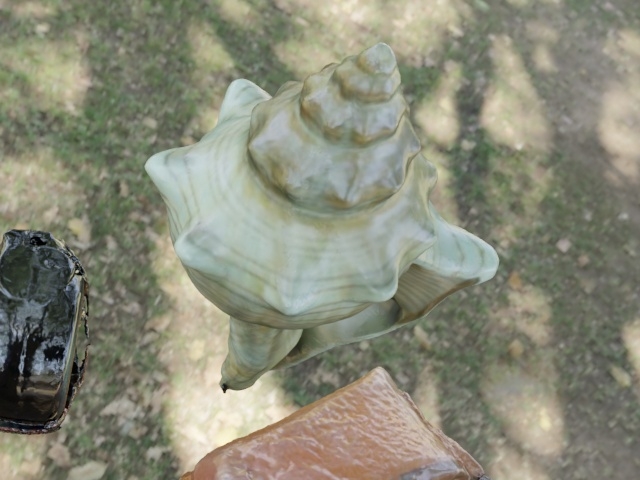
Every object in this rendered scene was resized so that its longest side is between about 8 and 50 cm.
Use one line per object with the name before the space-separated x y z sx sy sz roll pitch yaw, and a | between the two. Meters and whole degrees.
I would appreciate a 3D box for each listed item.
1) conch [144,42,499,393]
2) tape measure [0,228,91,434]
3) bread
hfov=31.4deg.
conch | 0.005 -0.013 0.477 0.137 0.234 0.114 -6 74 3
tape measure | -0.323 0.106 1.271 0.135 0.202 0.222 6 72 -13
bread | 0.005 0.189 0.818 0.244 0.190 0.123 -17 56 -39
